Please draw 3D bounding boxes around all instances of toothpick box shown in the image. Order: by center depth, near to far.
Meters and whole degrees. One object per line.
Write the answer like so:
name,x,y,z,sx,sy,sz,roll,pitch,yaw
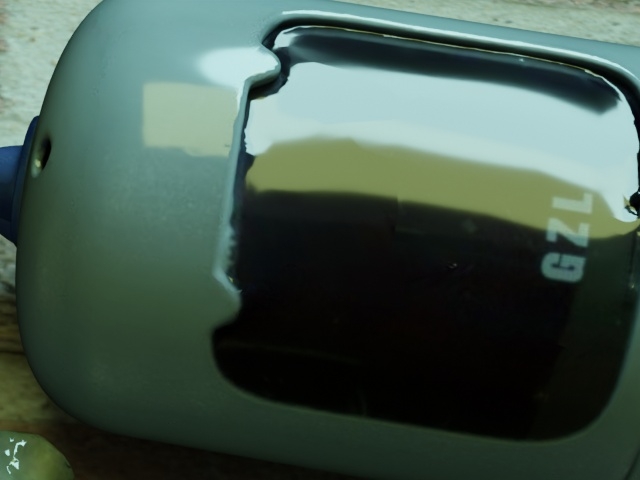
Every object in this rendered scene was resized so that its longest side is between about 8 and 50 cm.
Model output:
toothpick box,0.000,0.000,0.790,0.354,0.263,0.263,9,41,-3

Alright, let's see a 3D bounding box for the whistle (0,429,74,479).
whistle,-0.168,0.210,0.621,0.068,0.057,0.326,44,37,-22
